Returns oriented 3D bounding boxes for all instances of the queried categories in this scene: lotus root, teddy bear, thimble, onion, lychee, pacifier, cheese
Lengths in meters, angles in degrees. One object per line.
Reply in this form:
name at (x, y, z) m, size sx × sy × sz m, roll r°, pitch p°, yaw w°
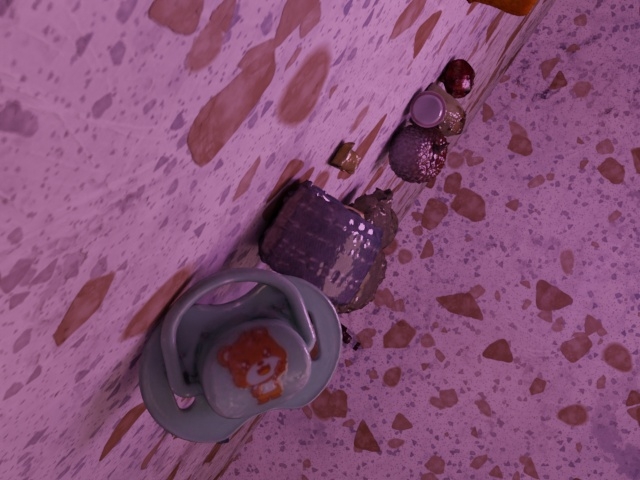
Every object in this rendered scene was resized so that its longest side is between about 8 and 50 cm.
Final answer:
lotus root at (0.319, -0.335, 1.802) m, size 0.070 × 0.144 × 0.143 m, roll -47°, pitch 161°, yaw -32°
teddy bear at (0.078, 0.020, 1.794) m, size 0.357 × 0.224 × 0.367 m, roll -26°, pitch 135°, yaw -68°
thimble at (0.000, 0.000, 1.226) m, size 0.236 × 0.205 × 0.172 m, roll 24°, pitch 97°, yaw -55°
onion at (0.375, -0.445, 1.835) m, size 0.107 × 0.097 × 0.107 m, roll 180°, pitch -90°, yaw -82°
lychee at (0.266, -0.232, 1.778) m, size 0.197 × 0.165 × 0.165 m, roll 10°, pitch -125°, yaw 52°
pacifier at (-0.145, 0.168, 1.123) m, size 0.343 × 0.288 × 0.269 m, roll -17°, pitch -162°, yaw -23°
cheese at (0.051, -0.165, 1.347) m, size 0.060 × 0.041 × 0.084 m, roll -62°, pitch 155°, yaw -2°

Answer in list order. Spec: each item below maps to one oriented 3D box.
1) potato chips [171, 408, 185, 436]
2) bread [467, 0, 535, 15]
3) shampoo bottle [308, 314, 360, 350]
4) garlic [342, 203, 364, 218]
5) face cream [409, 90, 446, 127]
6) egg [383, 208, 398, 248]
potato chips at (-0.331, 0.442, 1.627) m, size 0.092 × 0.028 × 0.207 m, roll -56°, pitch 172°, yaw 1°
bread at (0.372, -0.547, 1.187) m, size 0.312 × 0.172 × 0.312 m, roll -55°, pitch 172°, yaw -11°
shampoo bottle at (0.039, 0.309, 2.361) m, size 0.067 × 0.236 × 0.068 m, roll -55°, pitch 173°, yaw 12°
garlic at (-0.007, -0.006, 1.427) m, size 0.206 × 0.128 × 0.115 m, roll -55°, pitch -145°, yaw 23°
face cream at (0.275, -0.336, 1.704) m, size 0.091 × 0.091 × 0.095 m, roll -57°, pitch 179°, yaw 16°
egg at (0.161, -0.035, 2.049) m, size 0.141 × 0.141 × 0.181 m, roll -45°, pitch 174°, yaw -46°
